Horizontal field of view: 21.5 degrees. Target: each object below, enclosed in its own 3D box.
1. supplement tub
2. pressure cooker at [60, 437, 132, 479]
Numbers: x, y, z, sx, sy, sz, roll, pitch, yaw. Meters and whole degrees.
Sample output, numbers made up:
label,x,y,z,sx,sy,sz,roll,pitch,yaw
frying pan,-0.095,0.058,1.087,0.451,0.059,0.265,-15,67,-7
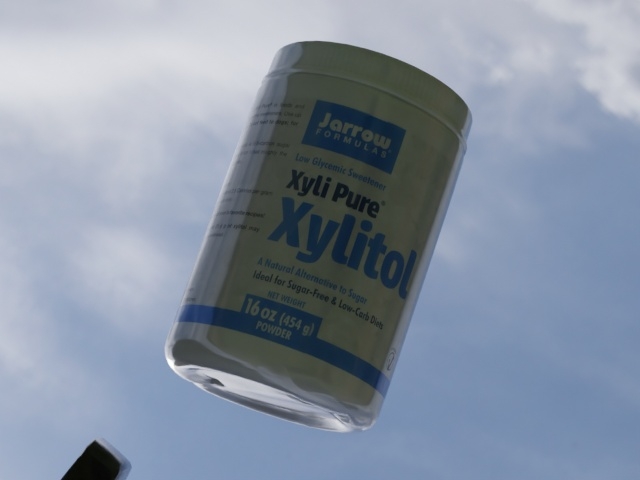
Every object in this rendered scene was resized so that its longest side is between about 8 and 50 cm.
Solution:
label,x,y,z,sx,sy,sz,roll,pitch,yaw
supplement tub,0.000,0.000,0.526,0.071,0.071,0.107,24,-105,-22
pressure cooker,-0.263,0.196,0.536,0.420,0.370,0.375,39,-147,1
